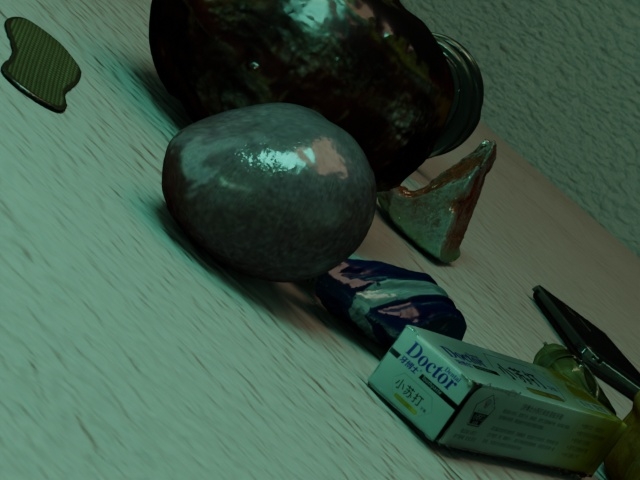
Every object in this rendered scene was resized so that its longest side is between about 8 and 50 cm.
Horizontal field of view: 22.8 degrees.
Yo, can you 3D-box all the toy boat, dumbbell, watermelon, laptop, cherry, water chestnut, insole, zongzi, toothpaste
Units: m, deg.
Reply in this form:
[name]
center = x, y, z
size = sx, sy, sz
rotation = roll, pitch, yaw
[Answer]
[toy boat]
center = 0.000, 0.000, 1.447
size = 0.291, 0.067, 0.220
rotation = 41, 12, 26
[dumbbell]
center = 0.142, -0.214, 2.347
size = 0.192, 0.192, 0.290
rotation = 39, 12, 4
[watermelon]
center = 0.159, -0.036, 1.907
size = 0.121, 0.158, 0.098
rotation = 65, 11, -4
[laptop]
center = 0.362, 0.140, 2.075
size = 0.154, 0.026, 0.207
rotation = 33, 13, -21
[cherry]
center = -0.041, -0.038, 1.279
size = 0.176, 0.140, 0.176
rotation = 7, 26, -3
[water chestnut]
center = -0.002, -0.209, 1.628
size = 0.350, 0.302, 0.350
rotation = 41, 9, -8
[insole]
center = -0.251, -0.161, 1.430
size = 0.086, 0.005, 0.253
rotation = 34, 13, -18
[zongzi]
center = 0.274, 0.167, 1.665
size = 0.119, 0.055, 0.109
rotation = 48, 8, -14
[toothpaste]
center = 0.158, 0.144, 1.363
size = 0.089, 0.071, 0.313
rotation = 41, 12, 33

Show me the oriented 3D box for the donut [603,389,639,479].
[donut]
center = 0.376, 0.239, 1.532
size = 0.226, 0.114, 0.226
rotation = 37, 11, -9
